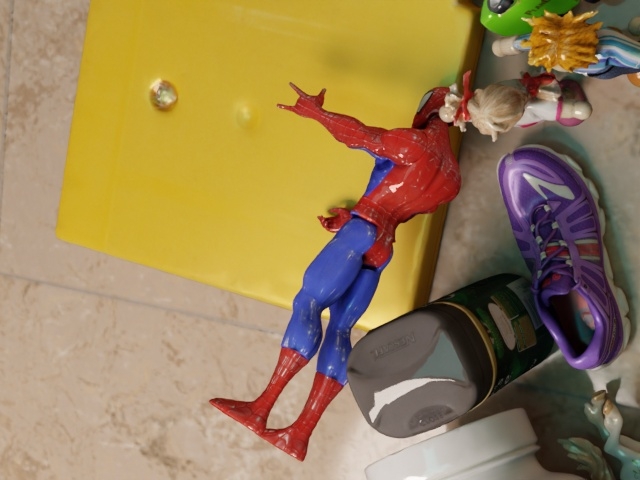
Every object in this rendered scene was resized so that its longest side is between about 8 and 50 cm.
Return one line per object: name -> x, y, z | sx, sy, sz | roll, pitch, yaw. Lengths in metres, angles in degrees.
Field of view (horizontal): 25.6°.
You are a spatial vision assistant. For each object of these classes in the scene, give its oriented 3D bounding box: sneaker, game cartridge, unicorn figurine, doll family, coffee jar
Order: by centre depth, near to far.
doll family -> 0.206, -0.118, 0.914 | 0.263, 0.163, 0.118 | 8, 100, 25
coffee jar -> 0.093, 0.078, 0.981 | 0.096, 0.184, 0.079 | -28, 84, 26
unicorn figurine -> 0.258, 0.142, 0.987 | 0.162, 0.060, 0.111 | -28, 94, 39
sneaker -> 0.172, 0.011, 0.999 | 0.068, 0.071, 0.169 | -25, 85, 26
game cartridge -> -0.046, -0.098, 1.105 | 0.324, 0.053, 0.285 | 16, 103, 20

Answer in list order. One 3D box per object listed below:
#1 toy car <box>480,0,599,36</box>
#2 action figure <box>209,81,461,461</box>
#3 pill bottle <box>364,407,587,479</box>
toy car -> 0.186, -0.209, 0.936 | 0.225, 0.239, 0.053 | -35, 51, 50
action figure -> 0.000, 0.000, 1.002 | 0.139, 0.091, 0.280 | 25, 78, 40
pill bottle -> 0.146, 0.288, 0.974 | 0.182, 0.181, 0.322 | -27, 76, 26
